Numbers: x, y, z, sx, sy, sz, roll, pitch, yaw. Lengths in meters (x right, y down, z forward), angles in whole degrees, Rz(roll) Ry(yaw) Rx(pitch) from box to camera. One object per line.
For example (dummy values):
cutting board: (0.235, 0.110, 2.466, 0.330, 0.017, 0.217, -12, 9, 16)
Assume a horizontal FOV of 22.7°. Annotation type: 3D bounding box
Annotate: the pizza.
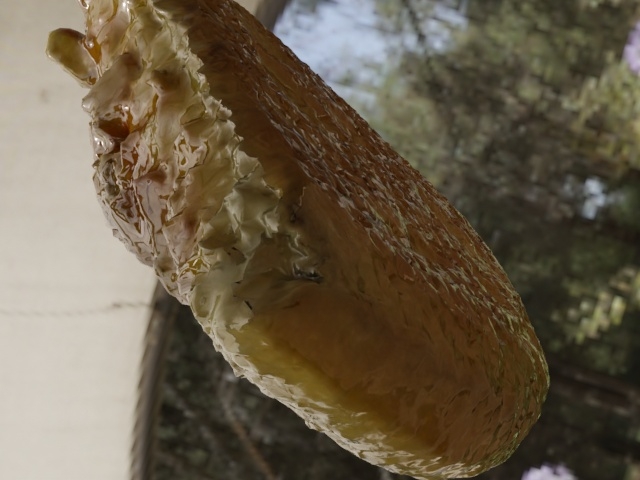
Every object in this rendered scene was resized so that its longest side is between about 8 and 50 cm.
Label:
pizza: (0.018, 0.022, 0.600, 0.087, 0.258, 0.268, -46, 33, 9)
